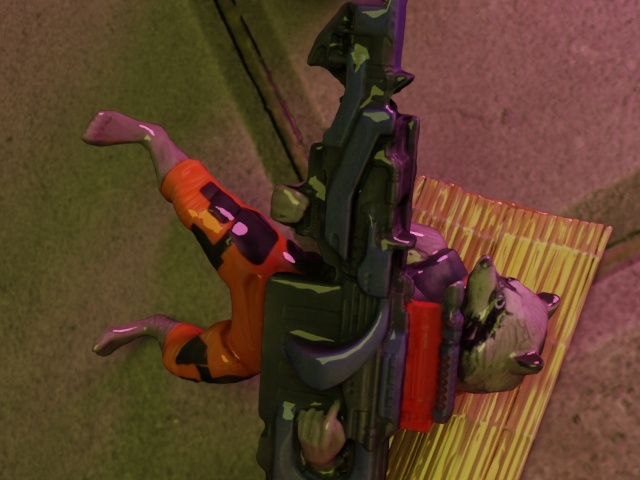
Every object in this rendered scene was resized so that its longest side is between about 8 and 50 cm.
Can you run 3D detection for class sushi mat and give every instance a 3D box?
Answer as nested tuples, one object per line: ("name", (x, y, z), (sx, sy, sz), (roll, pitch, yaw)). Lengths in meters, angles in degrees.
("sushi mat", (0.080, 0.114, 0.633), (0.151, 0.019, 0.316), (20, 84, 23))

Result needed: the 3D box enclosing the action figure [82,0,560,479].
("action figure", (0.000, 0.000, 0.594), (0.330, 0.178, 0.341), (19, 108, 22))
